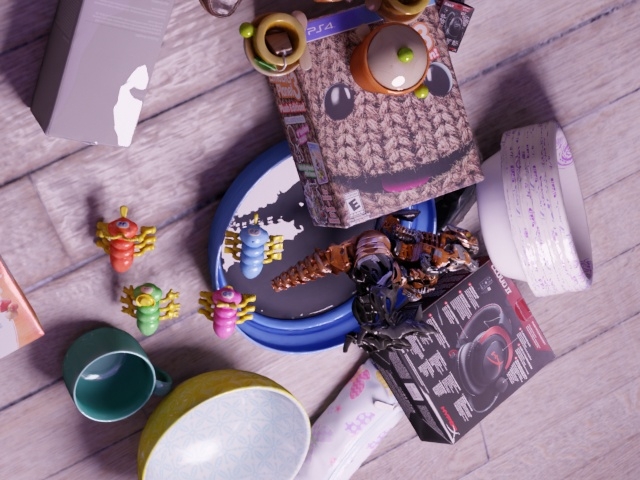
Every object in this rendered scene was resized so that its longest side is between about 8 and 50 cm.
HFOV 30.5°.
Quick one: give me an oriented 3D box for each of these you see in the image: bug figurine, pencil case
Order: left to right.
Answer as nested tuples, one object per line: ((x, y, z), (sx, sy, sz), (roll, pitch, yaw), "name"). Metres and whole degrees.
((-0.197, 0.051, 1.735), (0.279, 0.072, 0.216), (2, 121, -1), "bug figurine")
((0.055, 0.341, 2.082), (0.113, 0.124, 0.273), (34, 99, -38), "pencil case")

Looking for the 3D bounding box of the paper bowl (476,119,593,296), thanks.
((0.349, -0.047, 1.936), (0.148, 0.284, 0.284), (-11, 131, 20), "paper bowl")

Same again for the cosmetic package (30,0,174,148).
((-0.291, -0.252, 1.561), (0.127, 0.107, 0.238), (10, 115, -33), "cosmetic package")

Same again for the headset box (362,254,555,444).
((0.249, 0.176, 2.014), (0.293, 0.110, 0.218), (-36, 101, -25), "headset box")

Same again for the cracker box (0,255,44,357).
((-0.534, 0.120, 1.665), (0.232, 0.067, 0.155), (-29, 127, -10), "cracker box")

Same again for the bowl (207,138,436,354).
((0.000, 0.000, 1.882), (0.391, 0.077, 0.391), (-14, 123, -22), "bowl")

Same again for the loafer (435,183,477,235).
((0.221, -0.042, 1.990), (0.061, 0.062, 0.170), (28, 103, -42), "loafer")

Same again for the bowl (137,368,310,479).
((-0.178, 0.311, 1.911), (0.289, 0.156, 0.289), (-16, 127, -22), "bowl")

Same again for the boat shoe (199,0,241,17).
((-0.118, -0.397, 1.588), (0.073, 0.073, 0.207), (-3, 120, -29), "boat shoe")

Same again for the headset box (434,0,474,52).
((0.196, -0.340, 1.818), (0.062, 0.032, 0.083), (8, 112, -33), "headset box")

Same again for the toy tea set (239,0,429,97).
((0.011, -0.302, 1.530), (0.336, 0.124, 0.200), (7, 89, -19), "toy tea set")

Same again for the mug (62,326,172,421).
((-0.323, 0.207, 1.811), (0.129, 0.097, 0.157), (-40, 129, -4), "mug")

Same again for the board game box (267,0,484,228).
((0.073, -0.190, 1.697), (0.232, 0.141, 0.291), (-20, 98, -17), "board game box")

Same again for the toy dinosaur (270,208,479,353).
((0.092, 0.060, 1.834), (0.322, 0.218, 0.164), (-9, 167, 6), "toy dinosaur")
